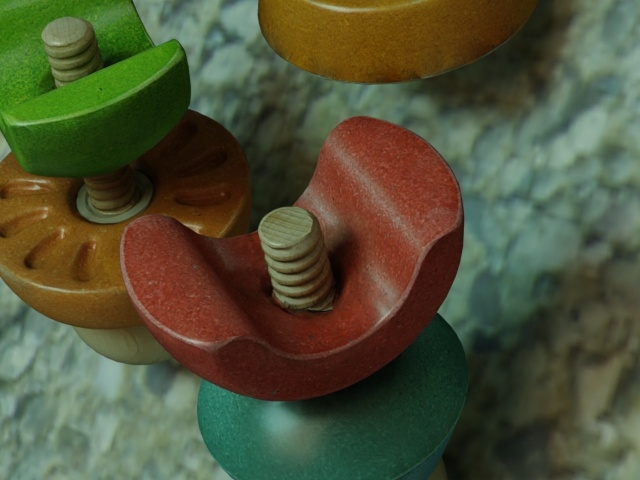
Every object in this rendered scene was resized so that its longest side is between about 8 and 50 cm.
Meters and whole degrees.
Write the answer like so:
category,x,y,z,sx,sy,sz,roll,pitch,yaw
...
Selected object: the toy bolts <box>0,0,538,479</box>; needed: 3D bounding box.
category,x,y,z,sx,sy,sz,roll,pitch,yaw
toy bolts,0.000,0.000,0.652,0.218,0.158,0.228,-22,44,-9
